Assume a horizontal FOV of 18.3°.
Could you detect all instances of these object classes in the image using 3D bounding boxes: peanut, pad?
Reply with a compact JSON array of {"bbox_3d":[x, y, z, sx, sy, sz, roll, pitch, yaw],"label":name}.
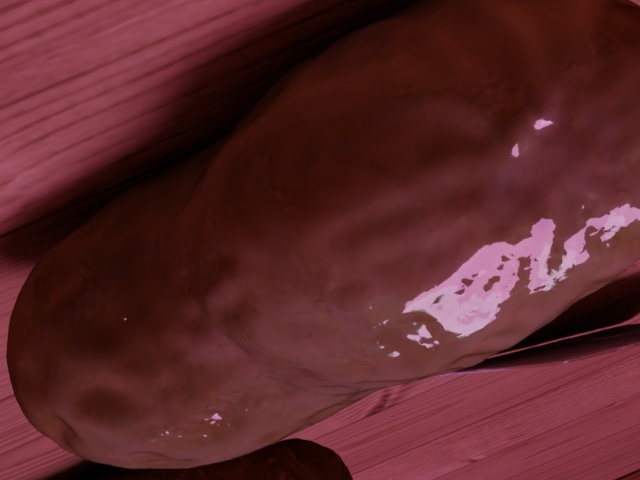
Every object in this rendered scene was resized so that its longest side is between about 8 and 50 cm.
[{"bbox_3d":[0.000,0.000,0.767,0.319,0.147,0.147,-26,165,29],"label":"peanut"},{"bbox_3d":[0.204,0.075,1.462,0.232,0.004,0.156,-10,180,-38],"label":"pad"}]

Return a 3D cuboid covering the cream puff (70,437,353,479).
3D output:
[{"bbox_3d":[-0.095,0.216,1.353,0.269,0.155,0.241,-18,171,-42],"label":"cream puff"}]
